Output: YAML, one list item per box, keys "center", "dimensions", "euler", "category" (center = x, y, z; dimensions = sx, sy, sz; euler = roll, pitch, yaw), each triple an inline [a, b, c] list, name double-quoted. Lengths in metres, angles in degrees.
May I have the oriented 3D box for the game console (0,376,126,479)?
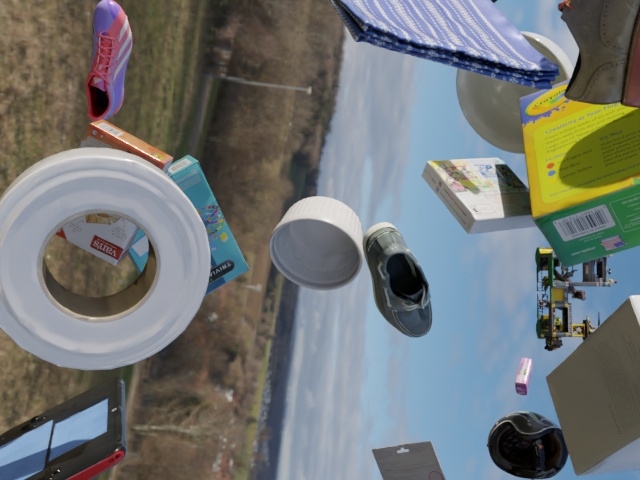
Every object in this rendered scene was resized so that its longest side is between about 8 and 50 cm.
- center: [-0.578, 0.447, 1.535]
  dimensions: [0.060, 0.342, 0.386]
  euler: [62, -8, -18]
  category: "game console"

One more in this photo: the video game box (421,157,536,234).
- center: [0.339, -0.096, 1.474]
  dimensions: [0.187, 0.205, 0.048]
  euler: [61, -37, 36]
  category: "video game box"

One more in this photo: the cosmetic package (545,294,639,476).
- center: [0.421, 0.166, 0.821]
  dimensions: [0.224, 0.224, 0.138]
  euler: [105, -20, -55]
  category: "cosmetic package"

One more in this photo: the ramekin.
- center: [0.000, 0.000, 1.575]
  dimensions: [0.109, 0.207, 0.207]
  euler: [-71, 172, -48]
  category: "ramekin"

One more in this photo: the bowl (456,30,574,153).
- center: [0.475, -0.360, 1.663]
  dimensions: [0.134, 0.298, 0.298]
  euler: [-35, 148, -36]
  category: "bowl"

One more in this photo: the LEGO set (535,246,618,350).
- center: [0.742, 0.155, 2.069]
  dimensions: [0.255, 0.192, 0.331]
  euler: [72, 19, -79]
  category: "LEGO set"

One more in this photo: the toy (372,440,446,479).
- center: [0.204, 0.488, 1.355]
  dimensions: [0.056, 0.137, 0.237]
  euler: [-18, 88, -55]
  category: "toy"

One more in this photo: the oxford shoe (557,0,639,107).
- center: [0.398, -0.348, 0.996]
  dimensions: [0.123, 0.130, 0.348]
  euler: [-56, 143, -55]
  category: "oxford shoe"

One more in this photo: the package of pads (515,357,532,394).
- center: [0.513, 0.343, 1.804]
  dimensions: [0.083, 0.032, 0.050]
  euler: [-61, 145, -41]
  category: "package of pads"

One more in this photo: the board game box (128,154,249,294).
- center: [-0.363, -0.007, 1.810]
  dimensions: [0.079, 0.254, 0.336]
  euler: [34, -29, 56]
  category: "board game box"

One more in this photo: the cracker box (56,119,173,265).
- center: [-0.403, -0.090, 1.360]
  dimensions: [0.232, 0.156, 0.067]
  euler: [-61, -176, 17]
  category: "cracker box"

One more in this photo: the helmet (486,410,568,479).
- center: [0.494, 0.491, 1.729]
  dimensions: [0.161, 0.169, 0.169]
  euler: [1, -97, 61]
  category: "helmet"

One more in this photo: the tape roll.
- center: [-0.293, 0.023, 0.944]
  dimensions: [0.100, 0.286, 0.286]
  euler: [-143, -122, -66]
  category: "tape roll"

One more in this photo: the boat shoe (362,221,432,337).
- center: [0.174, 0.108, 1.507]
  dimensions: [0.319, 0.116, 0.099]
  euler: [66, -6, -36]
  category: "boat shoe"

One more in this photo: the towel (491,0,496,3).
- center: [0.326, -0.681, 1.456]
  dimensions: [0.271, 0.040, 0.370]
  euler: [-40, -112, 34]
  category: "towel"

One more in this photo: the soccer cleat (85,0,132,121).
- center: [-0.441, -0.364, 1.471]
  dimensions: [0.095, 0.083, 0.248]
  euler: [-74, 178, -57]
  category: "soccer cleat"

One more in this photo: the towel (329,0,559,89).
- center: [0.151, -0.311, 0.972]
  dimensions: [0.040, 0.336, 0.243]
  euler: [-59, -141, 36]
  category: "towel"

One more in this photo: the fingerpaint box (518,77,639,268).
- center: [0.618, -0.189, 1.324]
  dimensions: [0.163, 0.445, 0.371]
  euler: [48, 34, -34]
  category: "fingerpaint box"
